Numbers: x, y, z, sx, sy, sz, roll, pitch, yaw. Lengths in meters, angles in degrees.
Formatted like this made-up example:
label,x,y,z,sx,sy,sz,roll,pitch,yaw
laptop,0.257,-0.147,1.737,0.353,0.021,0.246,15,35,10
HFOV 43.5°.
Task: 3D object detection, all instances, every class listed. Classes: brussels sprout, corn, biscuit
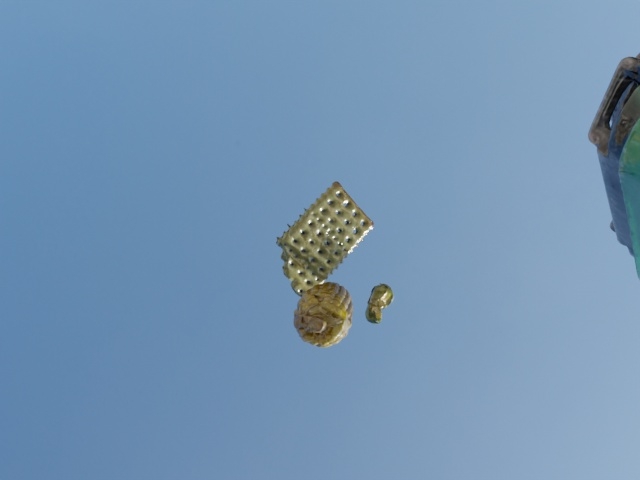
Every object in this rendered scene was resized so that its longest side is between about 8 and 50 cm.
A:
label,x,y,z,sx,sy,sz,roll,pitch,yaw
brussels sprout,0.109,0.124,1.547,0.046,0.051,0.083,34,-118,-3
corn,0.009,0.119,1.341,0.097,0.262,0.097,0,-87,6
biscuit,0.000,0.000,1.495,0.203,0.144,0.016,-46,-149,-8

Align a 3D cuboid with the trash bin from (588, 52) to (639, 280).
label,x,y,z,sx,sy,sz,roll,pitch,yaw
trash bin,0.404,-0.037,0.493,0.295,0.259,0.381,-47,-123,-2
